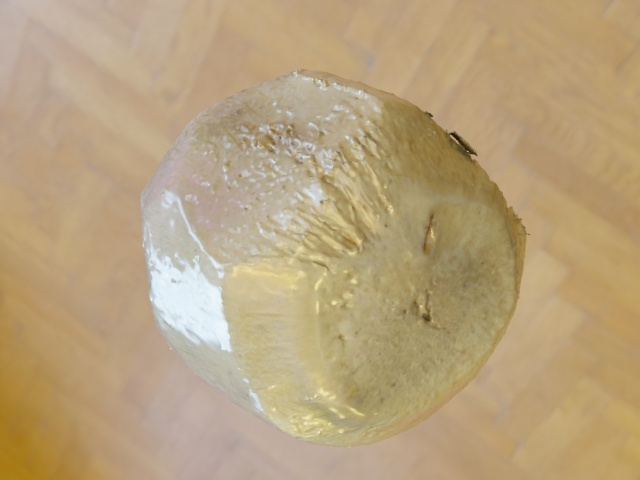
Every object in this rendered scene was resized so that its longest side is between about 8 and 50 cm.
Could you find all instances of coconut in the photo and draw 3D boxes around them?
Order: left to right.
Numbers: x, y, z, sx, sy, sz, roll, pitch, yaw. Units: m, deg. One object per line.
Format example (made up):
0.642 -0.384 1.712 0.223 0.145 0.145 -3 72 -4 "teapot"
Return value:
0.000 0.000 0.518 0.124 0.110 0.110 31 149 55 "coconut"
